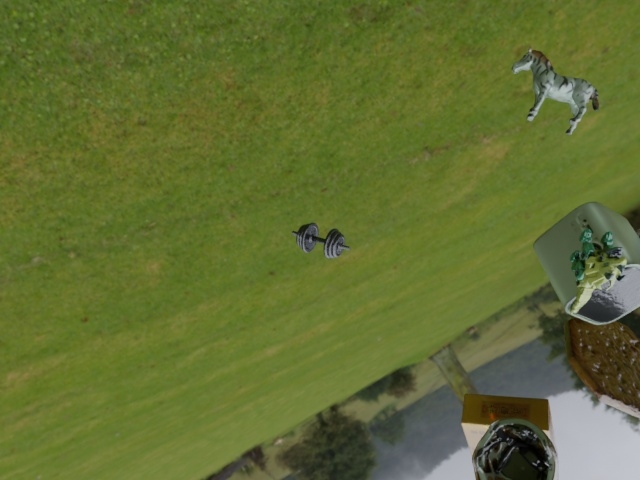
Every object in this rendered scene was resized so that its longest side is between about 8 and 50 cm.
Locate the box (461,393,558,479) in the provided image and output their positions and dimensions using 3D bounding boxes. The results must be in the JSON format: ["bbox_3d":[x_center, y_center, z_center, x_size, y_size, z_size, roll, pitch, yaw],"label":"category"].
[{"bbox_3d":[0.623,0.661,1.882,0.264,0.116,0.415,-3,133,23],"label":"box"}]

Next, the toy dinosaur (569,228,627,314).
[{"bbox_3d":[0.679,0.084,1.455,0.094,0.153,0.259,8,140,-3],"label":"toy dinosaur"}]

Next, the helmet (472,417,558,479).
[{"bbox_3d":[0.484,0.548,1.416,0.130,0.198,0.225,23,83,-49],"label":"helmet"}]

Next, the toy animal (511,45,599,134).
[{"bbox_3d":[0.613,-0.395,1.558,0.170,0.255,0.090,-49,169,-2],"label":"toy animal"}]

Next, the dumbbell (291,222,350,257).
[{"bbox_3d":[0.000,0.000,1.841,0.099,0.208,0.099,-41,138,-50],"label":"dumbbell"}]

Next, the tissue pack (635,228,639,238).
[{"bbox_3d":[1.153,0.057,1.797,0.332,0.245,0.123,-7,-174,-1],"label":"tissue pack"}]

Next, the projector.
[{"bbox_3d":[0.824,0.072,1.730,0.248,0.249,0.248,20,130,-31],"label":"projector"}]

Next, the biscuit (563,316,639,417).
[{"bbox_3d":[0.883,0.365,1.746,0.359,0.359,0.046,-19,149,-40],"label":"biscuit"}]
